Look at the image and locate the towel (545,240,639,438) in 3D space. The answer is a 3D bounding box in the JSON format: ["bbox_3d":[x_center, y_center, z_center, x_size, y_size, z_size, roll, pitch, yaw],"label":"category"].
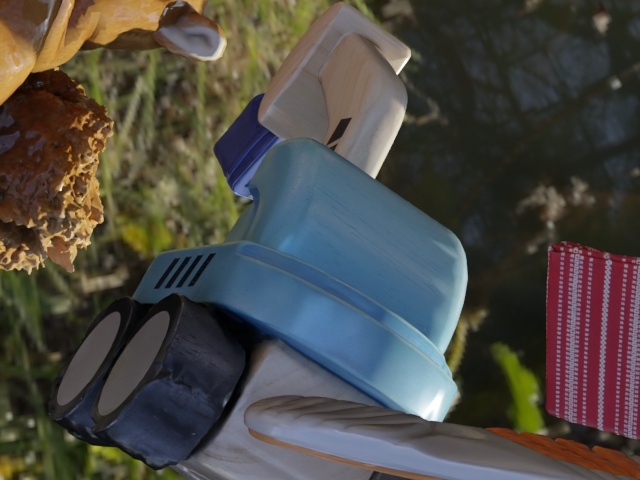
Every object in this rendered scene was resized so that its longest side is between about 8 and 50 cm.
[{"bbox_3d":[0.341,0.108,1.506,0.275,0.031,0.199,11,121,24],"label":"towel"}]

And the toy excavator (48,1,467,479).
[{"bbox_3d":[0.000,0.000,1.243,0.222,0.433,0.445,35,77,-16],"label":"toy excavator"}]

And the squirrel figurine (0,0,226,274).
[{"bbox_3d":[-0.280,-0.175,1.445,0.370,0.281,0.397,-13,125,-38],"label":"squirrel figurine"}]

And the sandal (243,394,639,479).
[{"bbox_3d":[0.086,0.140,0.849,0.265,0.102,0.076,12,96,3],"label":"sandal"}]

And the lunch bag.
[{"bbox_3d":[-0.051,-0.080,1.542,0.067,0.065,0.098,15,125,-41],"label":"lunch bag"}]
